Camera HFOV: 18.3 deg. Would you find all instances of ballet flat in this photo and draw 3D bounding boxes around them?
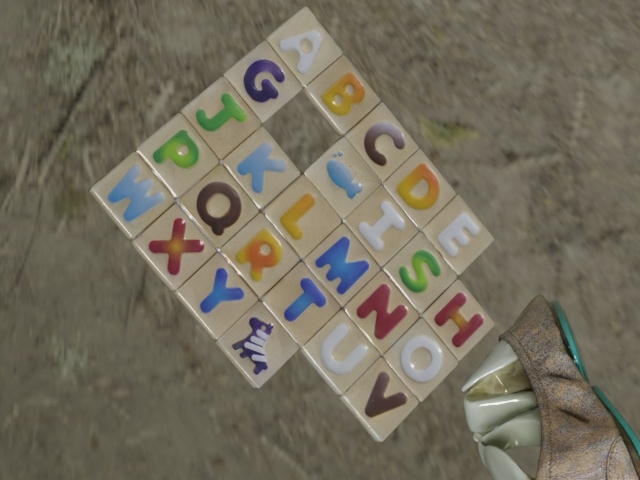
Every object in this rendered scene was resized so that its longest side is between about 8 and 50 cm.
[{"bbox_3d":[0.164,0.128,1.485,0.106,0.316,0.107,-18,109,0],"label":"ballet flat"}]

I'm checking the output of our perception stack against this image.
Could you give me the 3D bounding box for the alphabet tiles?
[{"bbox_3d":[0.000,0.000,1.240,0.198,0.009,0.237,-44,98,-28],"label":"alphabet tiles"}]
